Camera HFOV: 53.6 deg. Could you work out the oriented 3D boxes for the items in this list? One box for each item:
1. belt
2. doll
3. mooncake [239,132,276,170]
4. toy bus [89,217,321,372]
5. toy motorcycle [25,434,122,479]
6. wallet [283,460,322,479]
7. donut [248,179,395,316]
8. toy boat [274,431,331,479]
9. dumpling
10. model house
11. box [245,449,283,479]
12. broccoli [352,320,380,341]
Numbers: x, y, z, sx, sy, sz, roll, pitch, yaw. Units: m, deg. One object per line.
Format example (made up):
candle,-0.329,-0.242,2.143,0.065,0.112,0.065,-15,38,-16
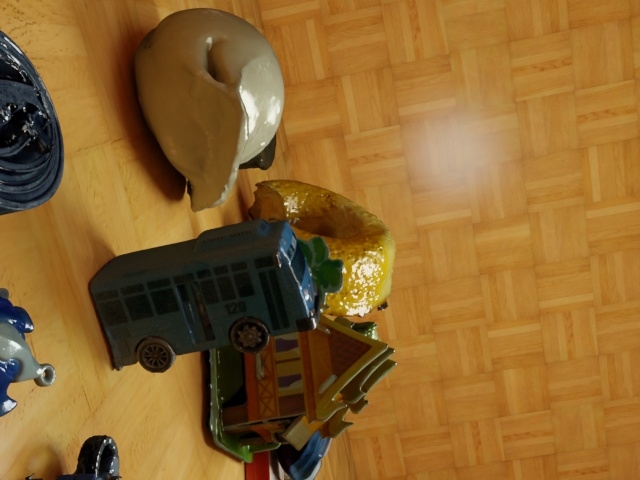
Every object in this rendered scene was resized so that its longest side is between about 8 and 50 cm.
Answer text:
belt,-0.251,-0.082,0.441,0.190,0.082,0.141,-77,151,-81
doll,-0.239,0.060,0.397,0.195,0.070,0.096,51,34,-55
mooncake,-0.179,-0.269,1.439,0.228,0.124,0.228,-5,90,-84
toy bus,-0.125,0.057,0.724,0.116,0.234,0.133,-83,160,-73
toy motorcycle,-0.196,0.247,0.501,0.205,0.076,0.114,-90,178,-73
wallet,-0.068,0.474,1.465,0.170,0.069,0.231,-48,127,-61
donut,0.000,0.000,1.484,0.435,0.377,0.163,-106,-153,-62
toy boat,-0.022,0.321,1.247,0.142,0.129,0.309,34,59,-55
dumpling,-0.193,-0.208,1.011,0.315,0.233,0.395,-66,-149,33
model house,-0.030,0.183,1.130,0.242,0.313,0.357,76,5,-60
box,-0.108,0.417,1.229,0.123,0.050,0.229,74,8,-54
broccoli,-0.016,0.229,1.413,0.198,0.275,0.177,116,-29,-73
